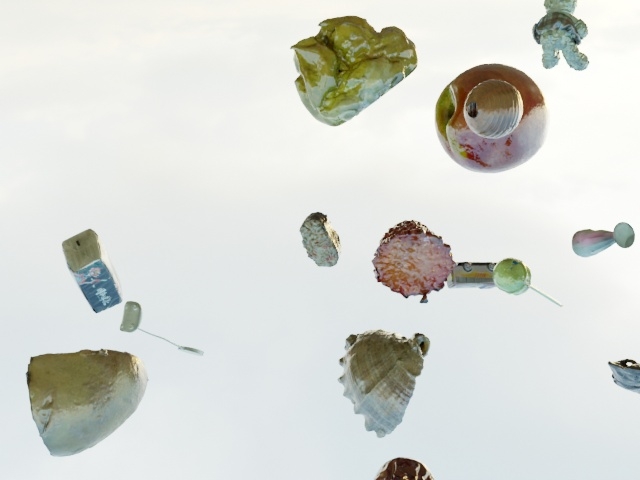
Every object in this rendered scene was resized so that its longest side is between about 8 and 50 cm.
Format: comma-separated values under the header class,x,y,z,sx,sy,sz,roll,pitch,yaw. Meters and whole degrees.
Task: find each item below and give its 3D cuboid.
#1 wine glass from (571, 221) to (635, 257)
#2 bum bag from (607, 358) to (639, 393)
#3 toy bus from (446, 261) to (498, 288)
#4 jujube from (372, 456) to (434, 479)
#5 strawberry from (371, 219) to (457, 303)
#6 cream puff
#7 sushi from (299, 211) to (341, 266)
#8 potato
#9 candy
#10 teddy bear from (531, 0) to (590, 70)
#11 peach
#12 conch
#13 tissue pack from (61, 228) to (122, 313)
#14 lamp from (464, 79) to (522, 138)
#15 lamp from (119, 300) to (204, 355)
class,x,y,z,sx,sy,sz,roll,pitch,yaw
wine glass,0.678,-0.004,2.089,0.073,0.073,0.155,-14,175,-22
bum bag,0.828,0.368,2.331,0.102,0.248,0.069,3,-114,23
toy bus,0.423,0.096,2.371,0.172,0.072,0.057,1,163,-22
jujube,0.164,0.549,1.807,0.155,0.155,0.230,1,-149,15
strawberry,0.248,0.030,2.336,0.234,0.234,0.178,-3,-144,4
cream puff,0.077,-0.471,2.291,0.324,0.257,0.291,-36,-168,14
sushi,0.000,0.000,2.394,0.090,0.150,0.078,-19,-159,18
potato,-0.555,0.380,2.112,0.264,0.211,0.189,-13,-128,-8
candy,0.529,0.119,2.155,0.093,0.092,0.335,-8,158,39
teddy bear,0.521,-0.477,1.920,0.133,0.213,0.111,6,-162,39
peach,0.479,-0.333,2.384,0.332,0.307,0.308,7,-167,-31
conch,0.152,0.353,2.292,0.210,0.352,0.297,9,-123,-4
tissue pack,-0.504,0.069,1.931,0.090,0.170,0.103,-23,-126,-8
lamp,0.394,-0.300,1.988,0.136,0.136,0.136,-4,-158,2
lamp,-0.287,0.170,1.611,0.050,0.056,0.198,-1,157,38
